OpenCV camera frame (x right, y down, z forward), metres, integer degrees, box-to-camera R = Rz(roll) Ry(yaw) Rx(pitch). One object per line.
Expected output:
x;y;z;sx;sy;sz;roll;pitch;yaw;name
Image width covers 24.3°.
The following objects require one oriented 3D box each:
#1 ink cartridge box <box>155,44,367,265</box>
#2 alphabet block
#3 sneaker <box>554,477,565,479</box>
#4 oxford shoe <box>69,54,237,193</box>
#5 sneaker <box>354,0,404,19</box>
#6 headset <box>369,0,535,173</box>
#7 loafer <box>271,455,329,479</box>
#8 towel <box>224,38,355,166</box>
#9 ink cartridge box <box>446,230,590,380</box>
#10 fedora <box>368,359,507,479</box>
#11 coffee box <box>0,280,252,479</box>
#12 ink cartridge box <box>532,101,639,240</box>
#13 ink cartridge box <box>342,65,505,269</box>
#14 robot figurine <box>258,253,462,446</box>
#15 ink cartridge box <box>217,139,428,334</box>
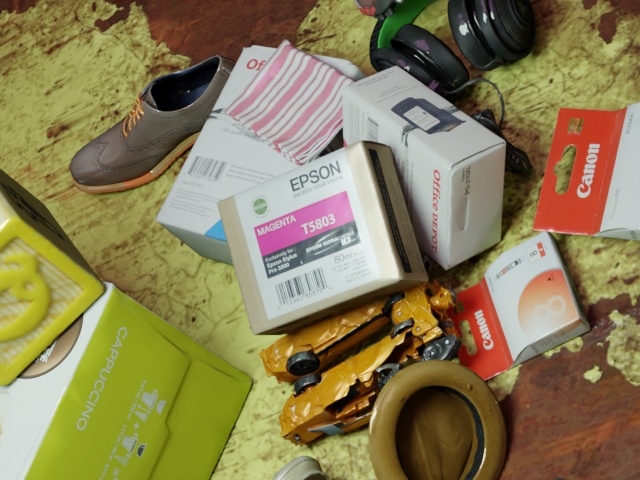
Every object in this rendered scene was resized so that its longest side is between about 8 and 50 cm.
-0.065;-0.113;2.178;0.223;0.129;0.307;15;72;38;ink cartridge box
-0.422;0.027;1.847;0.192;0.193;0.197;-44;48;3;alphabet block
0.266;0.314;1.781;0.083;0.031;0.035;-29;38;11;sneaker
-0.267;-0.193;2.356;0.363;0.132;0.130;-27;53;18;oxford shoe
0.060;-0.414;2.212;0.097;0.135;0.276;-41;26;6;sneaker
0.207;-0.255;2.104;0.243;0.185;0.394;-34;35;18;headset
-0.039;0.408;1.887;0.092;0.102;0.269;13;82;37;loafer
-0.038;-0.197;2.104;0.144;0.029;0.197;-50;50;-3;towel
0.242;0.087;1.916;0.179;0.045;0.145;-27;52;15;ink cartridge box
0.138;0.245;1.849;0.194;0.194;0.079;-62;10;-11;fedora
-0.363;0.243;2.032;0.334;0.338;0.338;12;71;37;coffee box
0.394;-0.092;1.884;0.232;0.066;0.189;8;69;20;ink cartridge box
0.136;-0.100;1.997;0.100;0.172;0.237;-25;44;-25;ink cartridge box
0.062;0.144;1.974;0.291;0.085;0.211;-31;52;17;robot figurine
0.000;0.000;1.943;0.234;0.088;0.193;-22;78;25;ink cartridge box
